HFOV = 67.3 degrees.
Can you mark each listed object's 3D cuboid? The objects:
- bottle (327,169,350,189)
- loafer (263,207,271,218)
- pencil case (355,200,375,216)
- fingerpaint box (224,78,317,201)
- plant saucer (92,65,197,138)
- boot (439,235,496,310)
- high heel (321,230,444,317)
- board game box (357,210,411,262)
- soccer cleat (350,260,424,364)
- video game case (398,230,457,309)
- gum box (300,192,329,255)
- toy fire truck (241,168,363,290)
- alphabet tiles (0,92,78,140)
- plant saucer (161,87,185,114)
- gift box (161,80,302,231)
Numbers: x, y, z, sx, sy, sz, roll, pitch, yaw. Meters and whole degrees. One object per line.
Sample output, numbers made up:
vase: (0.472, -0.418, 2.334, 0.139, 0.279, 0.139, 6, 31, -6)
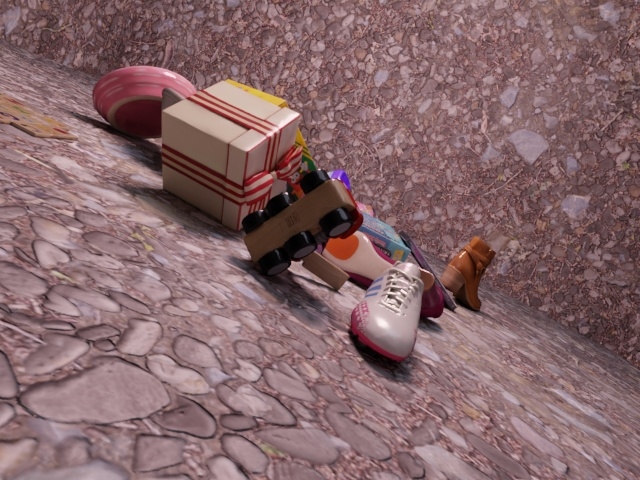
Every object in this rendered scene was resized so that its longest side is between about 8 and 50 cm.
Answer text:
bottle: (-0.041, -0.168, 1.683, 0.092, 0.283, 0.118, 62, 31, -34)
loafer: (-0.053, -0.036, 1.393, 0.267, 0.084, 0.096, 27, 9, -29)
pencil case: (0.041, -0.139, 1.993, 0.386, 0.167, 0.160, 23, 45, -26)
fingerpaint box: (-0.189, -0.282, 1.525, 0.445, 0.163, 0.371, 37, -20, 51)
plant saucer: (-0.569, -0.435, 1.588, 0.332, 0.332, 0.084, 15, 59, -54)
boot: (0.571, 0.126, 1.787, 0.283, 0.220, 0.109, 37, -1, -34)
high heel: (0.148, 0.096, 1.277, 0.377, 0.127, 0.181, 29, -21, 36)
board game box: (0.146, -0.034, 1.647, 0.254, 0.079, 0.336, 27, 12, -9)
soccer cleat: (0.133, 0.110, 0.892, 0.116, 0.143, 0.331, 28, 9, 3)
video game case: (0.356, 0.094, 1.619, 0.274, 0.026, 0.196, 56, 6, -6)
gum box: (-0.015, -0.053, 1.220, 0.062, 0.188, 0.107, 19, 12, -41)
toy fire truck: (0.000, 0.000, 0.968, 0.158, 0.217, 0.246, 62, 16, 19)
alphabet tiles: (-0.750, -0.315, 1.095, 0.342, 0.011, 0.285, 28, 9, -2)
plant saucer: (-0.361, -0.271, 1.457, 0.400, 0.100, 0.400, 45, -9, 10)
gift box: (-0.197, -0.189, 1.147, 0.258, 0.276, 0.255, 27, 48, 14)
